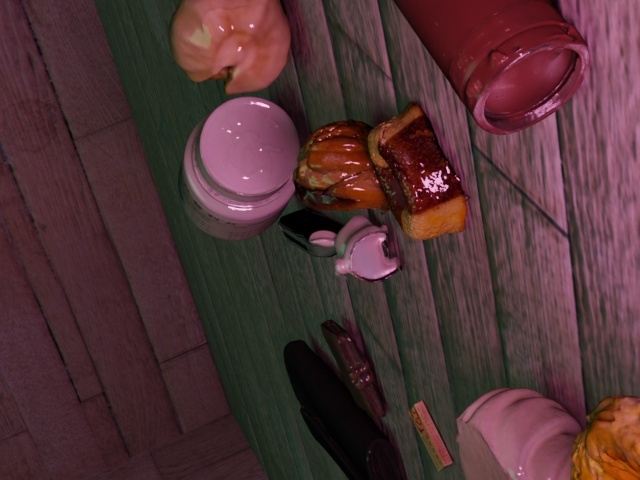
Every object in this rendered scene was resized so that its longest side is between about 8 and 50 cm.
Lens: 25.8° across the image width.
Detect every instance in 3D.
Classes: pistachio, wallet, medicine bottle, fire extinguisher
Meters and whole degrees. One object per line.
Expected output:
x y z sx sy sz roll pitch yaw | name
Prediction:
-0.113 -0.263 1.748 0.229 0.157 0.157 -136 25 -74 | pistachio
0.052 0.196 2.132 0.152 0.039 0.118 66 171 -15 | wallet
-0.113 -0.102 1.977 0.170 0.170 0.293 66 168 5 | medicine bottle
0.086 -0.204 1.038 0.104 0.105 0.269 86 158 -58 | fire extinguisher
0.048 0.339 2.361 0.406 0.062 0.228 -135 25 -62 | wallet

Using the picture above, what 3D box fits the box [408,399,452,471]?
0.148 0.264 1.882 0.093 0.015 0.058 63 170 13 | box

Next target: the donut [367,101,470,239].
0.094 -0.065 1.396 0.140 0.059 0.140 157 90 -82 | donut

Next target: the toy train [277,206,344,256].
0.000 -0.001 1.944 0.252 0.055 0.048 -148 37 -72 | toy train

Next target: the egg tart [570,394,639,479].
0.282 0.224 0.962 0.295 0.116 0.294 159 90 -77 | egg tart

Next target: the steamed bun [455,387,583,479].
0.207 0.224 1.320 0.183 0.106 0.183 57 162 30 | steamed bun

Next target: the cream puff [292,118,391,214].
0.029 -0.080 1.521 0.133 0.119 0.104 24 115 57 | cream puff

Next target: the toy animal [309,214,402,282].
0.048 0.012 1.717 0.071 0.085 0.124 53 179 -20 | toy animal
